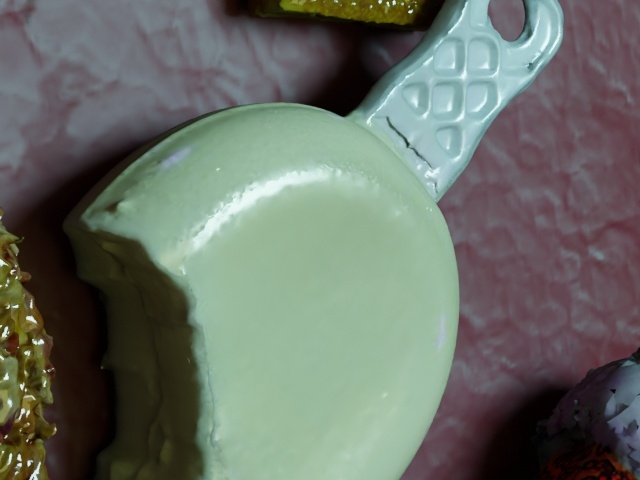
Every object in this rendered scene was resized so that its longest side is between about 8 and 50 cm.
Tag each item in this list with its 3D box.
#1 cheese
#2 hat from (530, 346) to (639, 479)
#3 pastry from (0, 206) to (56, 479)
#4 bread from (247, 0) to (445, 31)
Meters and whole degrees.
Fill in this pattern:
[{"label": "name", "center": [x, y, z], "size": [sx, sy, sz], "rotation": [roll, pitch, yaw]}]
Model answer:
[{"label": "cheese", "center": [0.012, 0.013, 0.698], "size": [0.249, 0.071, 0.163], "rotation": [-32, 115, -28]}, {"label": "hat", "center": [0.085, 0.132, 0.748], "size": [0.227, 0.140, 0.129], "rotation": [-25, 81, -20]}, {"label": "pastry", "center": [-0.123, 0.051, 0.615], "size": [0.087, 0.063, 0.169], "rotation": [-17, 104, -32]}, {"label": "bread", "center": [0.016, -0.128, 0.720], "size": [0.090, 0.035, 0.094], "rotation": [1, 93, -36]}]
